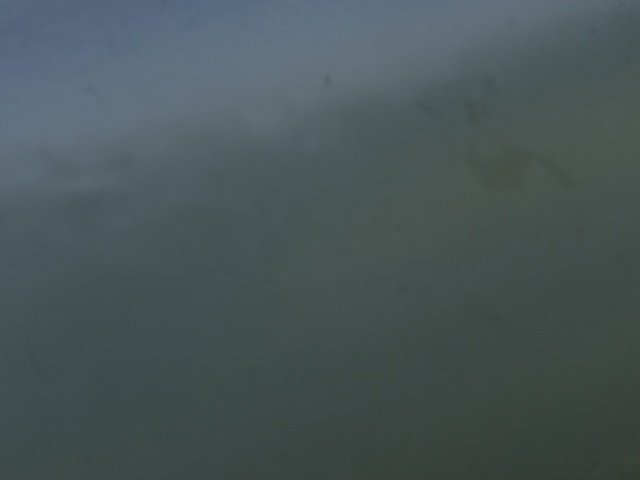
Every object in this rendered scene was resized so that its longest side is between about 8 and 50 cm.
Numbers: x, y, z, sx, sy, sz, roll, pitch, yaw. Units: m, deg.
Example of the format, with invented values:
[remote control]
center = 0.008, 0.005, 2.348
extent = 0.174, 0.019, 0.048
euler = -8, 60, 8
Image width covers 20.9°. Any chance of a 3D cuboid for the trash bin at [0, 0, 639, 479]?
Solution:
[trash bin]
center = 0.000, 0.000, 0.450
extent = 0.432, 0.280, 0.280
euler = -22, -23, -12
